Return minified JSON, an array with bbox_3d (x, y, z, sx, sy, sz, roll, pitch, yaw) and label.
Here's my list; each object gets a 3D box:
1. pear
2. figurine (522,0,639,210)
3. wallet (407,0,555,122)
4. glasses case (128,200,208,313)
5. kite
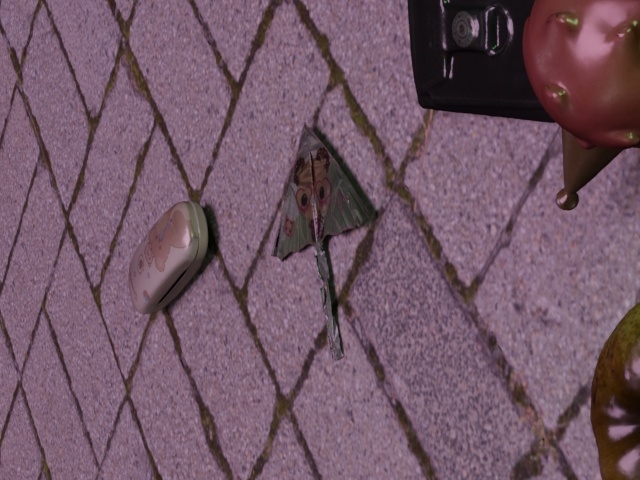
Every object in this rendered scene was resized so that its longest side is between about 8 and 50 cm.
[{"bbox_3d":[0.253,0.104,1.027,0.167,0.137,0.167,15,108,59],"label":"pear"},{"bbox_3d":[0.232,-0.165,1.072,0.207,0.166,0.387,-70,-4,-60],"label":"figurine"},{"bbox_3d":[0.149,-0.186,1.328,0.245,0.052,0.168,14,105,59],"label":"wallet"},{"bbox_3d":[-0.186,0.022,1.941,0.204,0.051,0.081,-48,50,51],"label":"glasses case"},{"bbox_3d":[-0.001,0.000,1.639,0.229,0.012,0.250,151,115,-62],"label":"kite"}]
